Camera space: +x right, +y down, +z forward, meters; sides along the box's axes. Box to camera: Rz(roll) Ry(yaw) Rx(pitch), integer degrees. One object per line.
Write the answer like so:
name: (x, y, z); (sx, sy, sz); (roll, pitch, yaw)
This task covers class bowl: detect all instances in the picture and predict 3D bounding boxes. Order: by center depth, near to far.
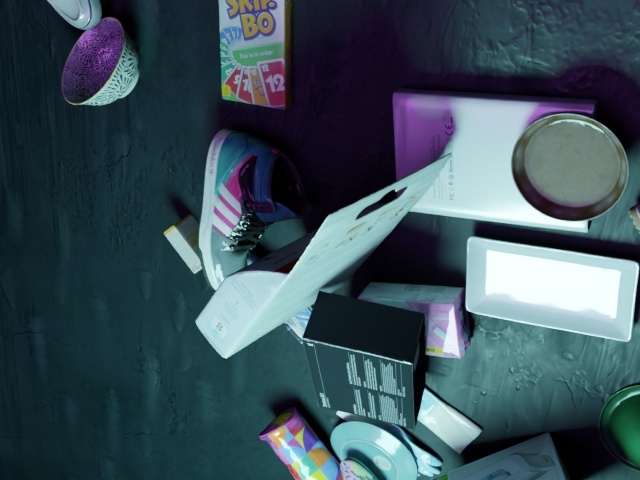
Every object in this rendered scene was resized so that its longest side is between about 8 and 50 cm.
bowl: (-0.376, -0.303, 1.623); (0.170, 0.170, 0.080); (-20, 148, 35)

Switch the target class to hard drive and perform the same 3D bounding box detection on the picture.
hard drive: (0.265, -0.127, 1.412); (0.308, 0.040, 0.203); (8, 119, 25)

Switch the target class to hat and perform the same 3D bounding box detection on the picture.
hat: (0.516, 0.341, 1.435); (0.173, 0.183, 0.208); (26, 125, 14)

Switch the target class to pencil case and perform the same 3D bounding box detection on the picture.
pencil case: (-0.022, 0.452, 1.840); (0.104, 0.104, 0.236); (-30, 98, 36)

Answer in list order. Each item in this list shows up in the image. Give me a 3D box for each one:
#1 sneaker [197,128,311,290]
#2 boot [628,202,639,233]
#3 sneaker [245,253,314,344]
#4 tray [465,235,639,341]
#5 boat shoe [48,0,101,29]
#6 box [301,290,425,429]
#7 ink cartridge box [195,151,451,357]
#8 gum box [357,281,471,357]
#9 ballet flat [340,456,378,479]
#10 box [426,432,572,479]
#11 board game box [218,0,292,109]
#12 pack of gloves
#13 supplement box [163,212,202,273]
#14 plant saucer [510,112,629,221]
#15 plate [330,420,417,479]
sneaker: (-0.108, -0.039, 1.598); (0.178, 0.124, 0.295); (12, 107, 28)
boot: (0.529, 0.000, 1.328); (0.085, 0.059, 0.158); (-33, 96, 32)
sneaker: (-0.060, 0.098, 1.698); (0.081, 0.080, 0.211); (-44, 88, 11)
tray: (0.369, 0.071, 1.468); (0.270, 0.030, 0.145); (10, 120, 24)
boat shoe: (-0.490, -0.479, 1.594); (0.096, 0.088, 0.267); (-31, 93, 37)
box: (0.081, 0.208, 1.554); (0.184, 0.103, 0.261); (9, 147, 13)
ink cartridge box: (0.000, 0.000, 1.423); (0.091, 0.308, 0.385); (49, 135, 13)
gum box: (0.169, 0.137, 1.590); (0.188, 0.062, 0.107); (2, 117, 28)
ballet flat: (0.100, 0.522, 1.791); (0.077, 0.079, 0.221); (-9, 126, 43)
box: (0.308, 0.475, 1.538); (0.262, 0.231, 0.126); (-25, 103, 11)
board game box: (-0.106, -0.351, 1.501); (0.124, 0.039, 0.259); (13, 118, 21)
pack of gloves: (0.155, 0.351, 1.723); (0.232, 0.046, 0.195); (37, 126, 7)
supplement box: (-0.245, 0.005, 1.745); (0.036, 0.062, 0.098); (-32, 97, 36)
plant saucer: (0.362, -0.108, 1.325); (0.168, 0.029, 0.168); (13, 122, 22)
plate: (0.100, 0.432, 1.791); (0.188, 0.024, 0.188); (18, 131, 22)
